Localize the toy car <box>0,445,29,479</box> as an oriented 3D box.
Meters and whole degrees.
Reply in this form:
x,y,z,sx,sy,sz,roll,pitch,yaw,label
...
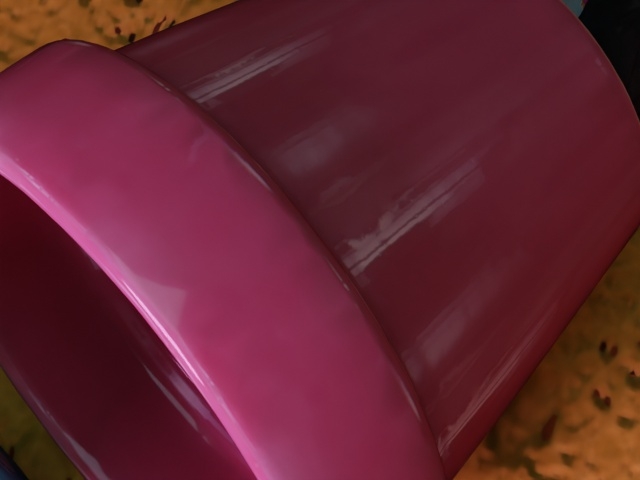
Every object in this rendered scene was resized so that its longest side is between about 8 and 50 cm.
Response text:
x,y,z,sx,sy,sz,roll,pitch,yaw,label
-0.238,0.081,0.559,0.219,0.238,0.210,-41,74,-7,toy car

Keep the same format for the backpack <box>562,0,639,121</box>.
x,y,z,sx,sy,sz,roll,pitch,yaw,label
0.078,-0.141,0.657,0.182,0.115,0.152,39,84,17,backpack

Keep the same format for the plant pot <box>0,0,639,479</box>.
x,y,z,sx,sy,sz,roll,pitch,yaw,label
0.000,0.000,0.594,0.180,0.201,0.201,-37,73,-21,plant pot
